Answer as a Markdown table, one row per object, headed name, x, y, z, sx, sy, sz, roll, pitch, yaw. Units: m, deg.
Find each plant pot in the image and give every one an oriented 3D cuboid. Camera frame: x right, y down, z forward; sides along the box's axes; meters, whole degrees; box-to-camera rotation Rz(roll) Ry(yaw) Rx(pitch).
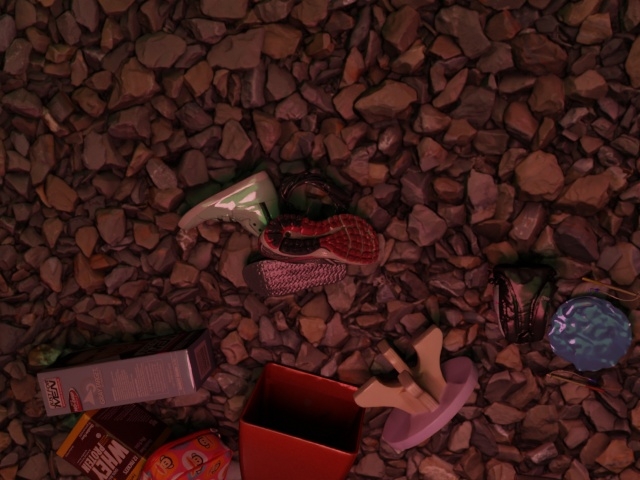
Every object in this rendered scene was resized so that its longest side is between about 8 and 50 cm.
| name | x | y | z | sx | sy | sz | roll | pitch | yaw |
| --- | --- | --- | --- | --- | --- | --- | --- | --- | --- |
| plant pot | -0.052 | 0.484 | 1.606 | 0.267 | 0.267 | 0.236 | 15 | 111 | 5 |

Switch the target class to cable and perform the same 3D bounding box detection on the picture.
| name | x | y | z | sx | sy | sz | roll | pitch | yaw |
| --- | --- | --- | --- | --- | --- | --- | --- | --- | --- |
| cable | -0.024 | -0.083 | 1.601 | 0.184 | 0.047 | 0.150 | 26 | 115 | -27 |

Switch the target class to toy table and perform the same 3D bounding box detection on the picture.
| name | x | y | z | sx | sy | sz | roll | pitch | yaw |
| --- | --- | --- | --- | --- | --- | --- | --- | --- | --- |
| toy table | 0.215 | 0.334 | 1.564 | 0.274 | 0.252 | 0.161 | -46 | 107 | -9 |

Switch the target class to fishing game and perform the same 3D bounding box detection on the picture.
| name | x | y | z | sx | sy | sz | roll | pitch | yaw |
| --- | --- | --- | --- | --- | --- | --- | --- | --- | --- |
| fishing game | 0.629 | 0.219 | 1.594 | 0.189 | 0.041 | 0.264 | 14 | 104 | 12 |

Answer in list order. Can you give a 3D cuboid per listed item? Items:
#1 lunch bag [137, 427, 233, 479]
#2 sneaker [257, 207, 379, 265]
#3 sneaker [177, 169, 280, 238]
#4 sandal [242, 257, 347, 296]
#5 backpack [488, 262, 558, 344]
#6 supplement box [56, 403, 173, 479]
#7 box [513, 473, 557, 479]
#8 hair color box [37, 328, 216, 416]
| name | x | y | z | sx | sy | sz | roll | pitch | yaw |
| --- | --- | --- | --- | --- | --- | --- | --- | --- | --- |
| lunch bag | -0.329 | 0.605 | 1.649 | 0.120 | 0.258 | 0.293 | 36 | 115 | 28 |
| sneaker | 0.000 | 0.000 | 1.578 | 0.299 | 0.112 | 0.121 | 8 | 69 | -23 |
| sneaker | -0.210 | -0.048 | 1.627 | 0.255 | 0.094 | 0.151 | -26 | 97 | 10 |
| sandal | -0.062 | 0.082 | 1.653 | 0.254 | 0.054 | 0.097 | -4 | 104 | -3 |
| backpack | 0.469 | 0.145 | 1.564 | 0.151 | 0.115 | 0.182 | 0 | 98 | 18 |
| supplement box | -0.502 | 0.498 | 1.679 | 0.194 | 0.191 | 0.129 | 36 | 99 | 0 |
| box | 0.515 | 0.719 | 1.640 | 0.113 | 0.094 | 0.275 | 6 | 97 | 5 |
| hair color box | -0.465 | 0.318 | 1.655 | 0.374 | 0.185 | 0.114 | -11 | 96 | 8 |
